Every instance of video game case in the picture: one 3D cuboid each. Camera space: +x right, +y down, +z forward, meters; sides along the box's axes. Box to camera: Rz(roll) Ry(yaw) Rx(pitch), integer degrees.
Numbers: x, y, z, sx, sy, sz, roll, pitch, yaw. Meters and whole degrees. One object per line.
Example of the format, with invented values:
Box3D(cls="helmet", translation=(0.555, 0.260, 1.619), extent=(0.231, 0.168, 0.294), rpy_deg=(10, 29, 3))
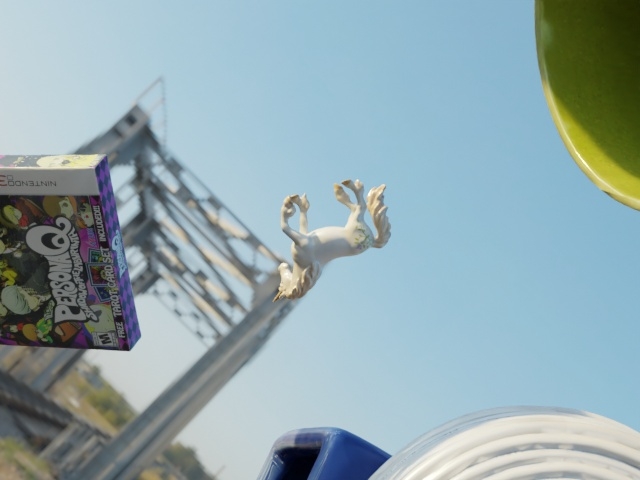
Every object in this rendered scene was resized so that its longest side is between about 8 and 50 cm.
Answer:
Box3D(cls="video game case", translation=(-0.322, 0.015, 1.270), extent=(0.210, 0.042, 0.232), rpy_deg=(2, -63, 14))

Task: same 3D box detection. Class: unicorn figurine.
Box3D(cls="unicorn figurine", translation=(0.000, 0.000, 1.212), extent=(0.060, 0.161, 0.111), rpy_deg=(-23, 98, -74))

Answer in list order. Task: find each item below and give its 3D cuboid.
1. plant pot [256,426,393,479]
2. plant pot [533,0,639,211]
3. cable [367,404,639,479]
Box3D(cls="plant pot", translation=(0.033, 0.282, 0.801), extent=(0.212, 0.236, 0.236), rpy_deg=(26, -16, -5))
Box3D(cls="plant pot", translation=(0.326, -0.151, 0.672), extent=(0.274, 0.293, 0.275), rpy_deg=(179, -90, -67))
Box3D(cls="cable", translation=(0.122, 0.220, 0.627), extent=(0.257, 0.257, 0.089), rpy_deg=(9, -9, 2))
